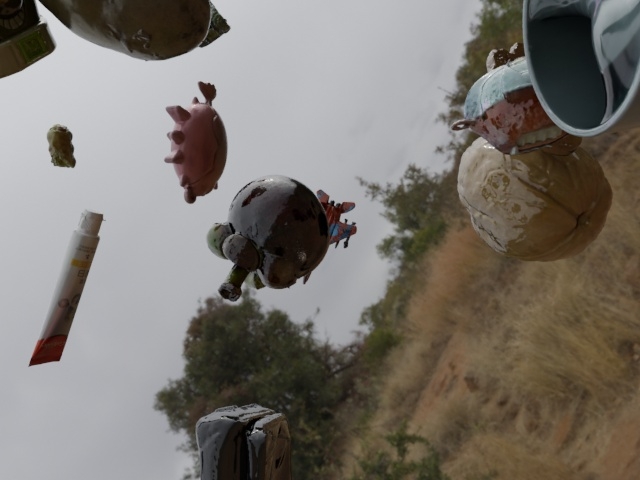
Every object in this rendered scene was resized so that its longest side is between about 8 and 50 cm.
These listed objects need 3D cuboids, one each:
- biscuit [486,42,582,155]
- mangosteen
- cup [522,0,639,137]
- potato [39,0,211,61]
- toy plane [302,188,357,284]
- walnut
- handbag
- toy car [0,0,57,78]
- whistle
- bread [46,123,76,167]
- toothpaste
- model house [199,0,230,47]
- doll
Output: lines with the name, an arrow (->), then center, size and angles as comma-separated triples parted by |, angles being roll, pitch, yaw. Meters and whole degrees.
biscuit -> 0.397, -0.269, 1.085 | 0.041, 0.209, 0.290 | 123, 156, -49
mangosteen -> -0.079, -0.012, 0.867 | 0.184, 0.172, 0.172 | -14, -24, -10
cup -> 0.378, -0.223, 0.544 | 0.205, 0.313, 0.205 | 170, 90, -86
potato -> -0.284, -0.349, 0.819 | 0.164, 0.263, 0.165 | -58, 9, 14
toy plane -> 0.001, -0.001, 1.160 | 0.061, 0.130, 0.189 | -19, -51, -65
walnut -> 0.434, -0.100, 1.210 | 0.313, 0.278, 0.251 | -124, 40, -58
handbag -> -0.088, 0.335, 0.741 | 0.275, 0.088, 0.244 | 82, -175, -75
toy car -> -0.517, -0.323, 0.799 | 0.204, 0.248, 0.198 | -62, -30, -47
whistle -> 0.350, -0.202, 0.800 | 0.142, 0.347, 0.133 | 70, -172, -54
bread -> -0.641, -0.233, 1.438 | 0.066, 0.060, 0.110 | -36, -48, -56
toothpaste -> -0.293, 0.056, 0.677 | 0.190, 0.031, 0.048 | -71, -18, 2
model house -> -0.225, -0.412, 1.114 | 0.083, 0.078, 0.066 | -37, -14, 8
doll -> -0.240, -0.196, 1.162 | 0.211, 0.093, 0.261 | 34, -122, -70
